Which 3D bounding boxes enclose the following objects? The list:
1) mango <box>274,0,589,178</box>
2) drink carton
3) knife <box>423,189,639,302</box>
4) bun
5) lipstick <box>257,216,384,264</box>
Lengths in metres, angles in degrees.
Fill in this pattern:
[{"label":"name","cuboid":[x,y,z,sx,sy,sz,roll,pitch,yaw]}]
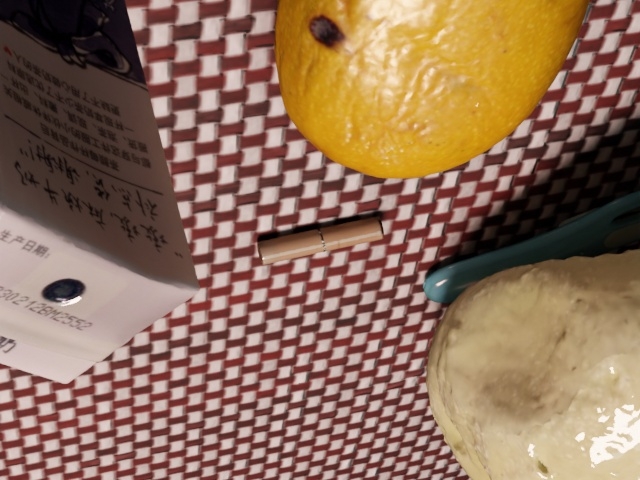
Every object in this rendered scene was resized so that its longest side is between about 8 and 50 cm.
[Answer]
[{"label":"mango","cuboid":[0.071,-0.151,0.743,0.177,0.120,0.295,6,138,-20]},{"label":"drink carton","cuboid":[-0.156,-0.055,0.669,0.102,0.222,0.134,-34,143,21]},{"label":"knife","cuboid":[0.187,0.002,1.092,0.222,0.031,0.064,-20,150,8]},{"label":"bun","cuboid":[0.267,0.125,1.048,0.352,0.227,0.349,-4,171,-14]},{"label":"lipstick","cuboid":[0.000,0.000,1.006,0.094,0.019,0.019,-12,145,-11]}]
